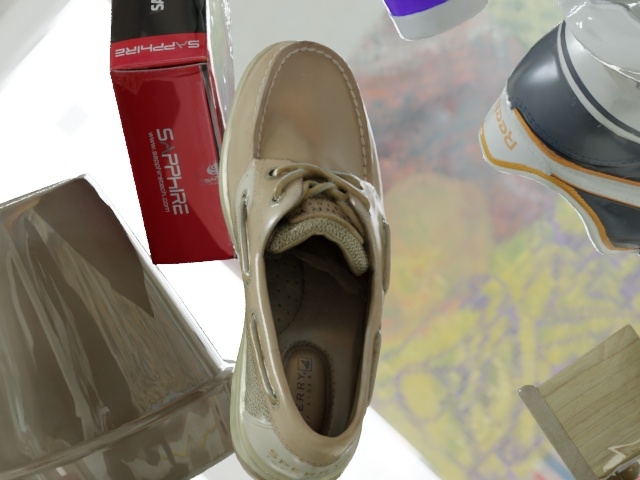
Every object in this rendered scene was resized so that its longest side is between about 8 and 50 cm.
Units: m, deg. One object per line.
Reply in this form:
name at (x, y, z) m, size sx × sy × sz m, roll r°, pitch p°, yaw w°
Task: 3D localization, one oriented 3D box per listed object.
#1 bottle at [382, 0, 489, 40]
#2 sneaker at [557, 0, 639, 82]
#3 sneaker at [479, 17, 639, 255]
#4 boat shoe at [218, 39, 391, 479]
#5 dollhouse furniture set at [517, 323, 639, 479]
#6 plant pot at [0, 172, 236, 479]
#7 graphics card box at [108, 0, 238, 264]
bottle at (0.026, -0.267, 1.170) m, size 0.118 × 0.282 × 0.092 m, roll -16°, pitch 24°, yaw 27°
sneaker at (0.137, -0.136, 0.639) m, size 0.115 × 0.090 × 0.232 m, roll 41°, pitch -128°, yaw -48°
sneaker at (0.240, -0.051, 1.137) m, size 0.127 × 0.321 × 0.126 m, roll -38°, pitch 41°, yaw 41°
boat shoe at (0.000, 0.000, 1.268) m, size 0.110 × 0.122 × 0.341 m, roll 125°, pitch 146°, yaw -62°
dollhouse furniture set at (0.202, 0.095, 0.815) m, size 0.151 × 0.144 × 0.123 m, roll -35°, pitch -26°, yaw 7°
plant pot at (-0.253, 0.100, 1.687) m, size 0.323 × 0.280 × 0.323 m, roll -21°, pitch 6°, yaw 2°
graphics card box at (-0.133, -0.183, 1.697) m, size 0.371 × 0.094 × 0.232 m, roll -94°, pitch -3°, yaw -46°
